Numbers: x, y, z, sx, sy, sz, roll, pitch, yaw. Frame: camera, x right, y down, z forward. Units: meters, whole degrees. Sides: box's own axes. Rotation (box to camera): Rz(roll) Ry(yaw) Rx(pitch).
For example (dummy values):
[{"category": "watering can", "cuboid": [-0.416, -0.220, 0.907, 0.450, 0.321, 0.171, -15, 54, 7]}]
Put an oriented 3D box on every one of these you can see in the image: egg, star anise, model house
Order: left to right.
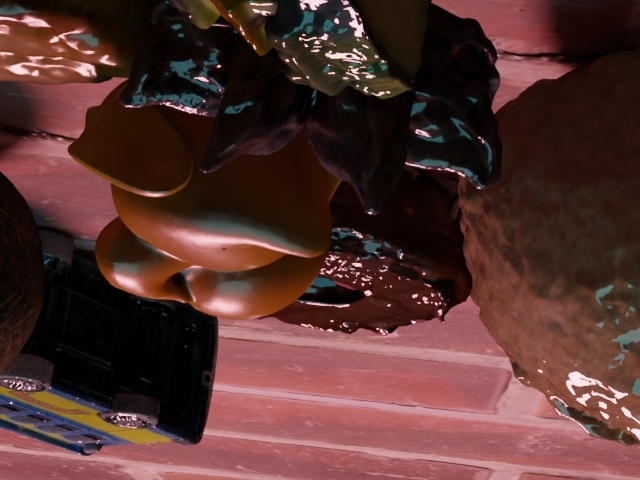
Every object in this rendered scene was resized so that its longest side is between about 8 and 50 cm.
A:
[{"category": "model house", "cuboid": [-0.064, -0.174, 1.004, 0.211, 0.170, 0.194, 1, 163, 19]}, {"category": "star anise", "cuboid": [0.003, -0.116, 1.161, 0.223, 0.236, 0.109, 8, 119, -1]}, {"category": "egg", "cuboid": [0.237, 0.007, 1.291, 0.310, 0.279, 0.279, 37, 159, 1]}]

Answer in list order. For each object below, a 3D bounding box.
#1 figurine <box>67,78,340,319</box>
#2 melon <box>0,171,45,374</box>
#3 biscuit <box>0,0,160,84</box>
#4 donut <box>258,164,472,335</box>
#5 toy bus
[{"category": "figurine", "cuboid": [-0.067, -0.040, 1.362, 0.215, 0.215, 0.228, 11, 173, -11]}, {"category": "melon", "cuboid": [-0.363, 0.029, 1.605, 0.302, 0.237, 0.237, -8, 157, 42]}, {"category": "biscuit", "cuboid": [-0.243, -0.155, 1.244, 0.274, 0.091, 0.213, 3, 164, 18]}, {"category": "donut", "cuboid": [0.000, 0.000, 1.607, 0.270, 0.103, 0.269, 8, 162, 3]}, {"category": "toy bus", "cuboid": [-0.262, 0.100, 1.920, 0.190, 0.152, 0.312, -10, 155, 39]}]
